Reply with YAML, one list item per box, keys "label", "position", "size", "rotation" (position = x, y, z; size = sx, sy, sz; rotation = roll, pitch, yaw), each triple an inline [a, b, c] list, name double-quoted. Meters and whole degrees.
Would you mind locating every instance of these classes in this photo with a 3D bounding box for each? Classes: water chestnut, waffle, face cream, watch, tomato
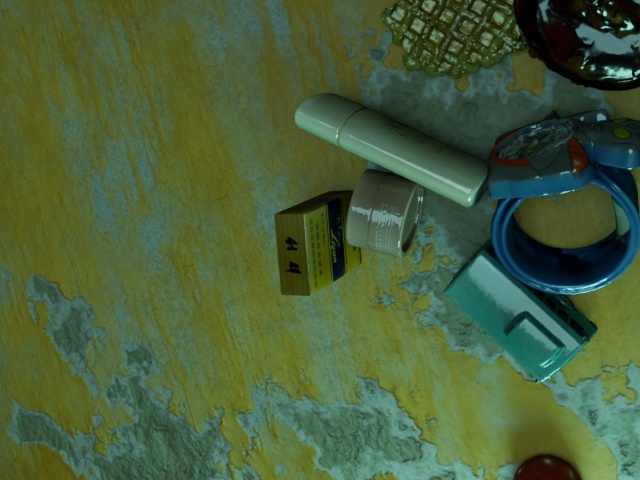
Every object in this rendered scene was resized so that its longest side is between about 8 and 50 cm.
- label: "water chestnut"
  position: [0.442, -0.362, 1.292]
  size: [0.300, 0.300, 0.300]
  rotation: [5, 105, 21]
- label: "waffle"
  position: [0.238, -0.420, 1.484]
  size: [0.291, 0.051, 0.291]
  rotation: [6, 106, 22]
- label: "face cream"
  position: [0.135, -0.168, 1.520]
  size: [0.348, 0.173, 0.081]
  rotation: [27, 111, 15]
- label: "watch"
  position: [0.439, -0.065, 1.414]
  size: [0.305, 0.241, 0.274]
  rotation: [-8, 116, 25]
- label: "tomato"
  position: [0.429, 0.494, 1.607]
  size: [0.139, 0.091, 0.159]
  rotation: [-8, 97, 22]
- label: "face cream"
  position: [0.121, -0.050, 1.566]
  size: [0.104, 0.149, 0.149]
  rotation: [15, 108, 17]

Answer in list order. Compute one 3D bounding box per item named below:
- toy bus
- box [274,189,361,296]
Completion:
- label: "toy bus"
  position: [0.356, 0.125, 1.517]
  size: [0.256, 0.147, 0.128]
  rotation: [43, 116, 8]
- label: "box"
  position: [-0.001, 0.000, 1.580]
  size: [0.070, 0.237, 0.152]
  rotation: [1, 103, 27]
